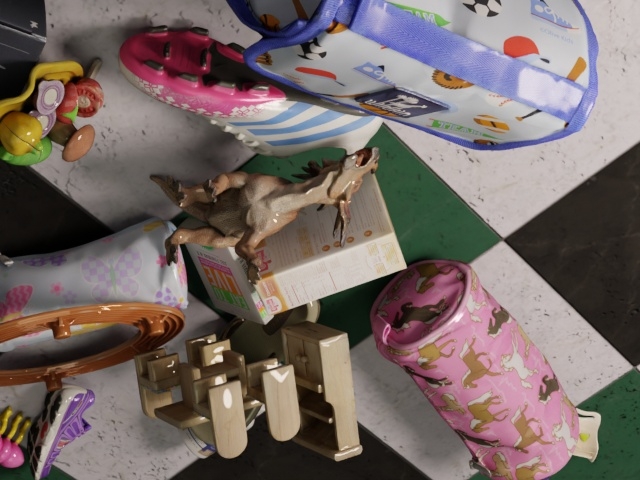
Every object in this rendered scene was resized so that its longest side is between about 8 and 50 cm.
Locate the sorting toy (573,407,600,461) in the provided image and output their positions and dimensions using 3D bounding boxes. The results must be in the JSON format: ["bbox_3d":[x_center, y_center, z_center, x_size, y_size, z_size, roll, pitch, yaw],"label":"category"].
[{"bbox_3d":[0.387,0.288,2.371,0.083,0.045,0.075,15,116,-22],"label":"sorting toy"}]

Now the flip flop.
[{"bbox_3d":[-0.101,0.162,2.107,0.112,0.080,0.277,42,113,9],"label":"flip flop"}]

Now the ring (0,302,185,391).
[{"bbox_3d":[-0.334,0.145,1.984,0.337,0.032,0.336,-13,166,-3],"label":"ring"}]

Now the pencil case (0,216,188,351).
[{"bbox_3d":[-0.304,0.056,1.987,0.273,0.124,0.113,-13,166,-1],"label":"pencil case"}]

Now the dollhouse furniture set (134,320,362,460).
[{"bbox_3d":[-0.083,0.214,1.978,0.242,0.212,0.161,-14,105,-30],"label":"dollhouse furniture set"}]

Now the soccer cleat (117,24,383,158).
[{"bbox_3d":[-0.085,-0.157,1.864,0.331,0.116,0.143,9,135,-16],"label":"soccer cleat"}]

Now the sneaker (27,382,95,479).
[{"bbox_3d":[-0.360,0.271,2.178,0.071,0.068,0.170,11,126,-29],"label":"sneaker"}]

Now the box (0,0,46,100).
[{"bbox_3d":[-0.416,-0.198,1.762,0.153,0.108,0.207,20,121,-25],"label":"box"}]

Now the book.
[{"bbox_3d":[-0.120,0.039,2.025,0.035,0.096,0.144,-44,132,-25],"label":"book"}]

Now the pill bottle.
[{"bbox_3d":[-0.136,0.250,2.206,0.120,0.067,0.067,-35,127,16],"label":"pill bottle"}]

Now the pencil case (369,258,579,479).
[{"bbox_3d":[0.218,0.187,2.179,0.160,0.167,0.386,-3,139,37],"label":"pencil case"}]

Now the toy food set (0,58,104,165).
[{"bbox_3d":[-0.297,-0.135,1.778,0.071,0.218,0.128,39,112,11],"label":"toy food set"}]

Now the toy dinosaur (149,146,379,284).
[{"bbox_3d":[-0.071,-0.041,1.902,0.200,0.296,0.127,-21,107,-41],"label":"toy dinosaur"}]

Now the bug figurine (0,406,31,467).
[{"bbox_3d":[-0.528,0.294,2.153,0.216,0.072,0.279,30,116,-30],"label":"bug figurine"}]

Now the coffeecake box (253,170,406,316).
[{"bbox_3d":[0.000,0.000,1.988,0.186,0.142,0.068,-19,130,4],"label":"coffeecake box"}]

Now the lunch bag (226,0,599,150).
[{"bbox_3d":[0.082,-0.249,1.634,0.328,0.385,0.239,18,111,-26],"label":"lunch bag"}]
